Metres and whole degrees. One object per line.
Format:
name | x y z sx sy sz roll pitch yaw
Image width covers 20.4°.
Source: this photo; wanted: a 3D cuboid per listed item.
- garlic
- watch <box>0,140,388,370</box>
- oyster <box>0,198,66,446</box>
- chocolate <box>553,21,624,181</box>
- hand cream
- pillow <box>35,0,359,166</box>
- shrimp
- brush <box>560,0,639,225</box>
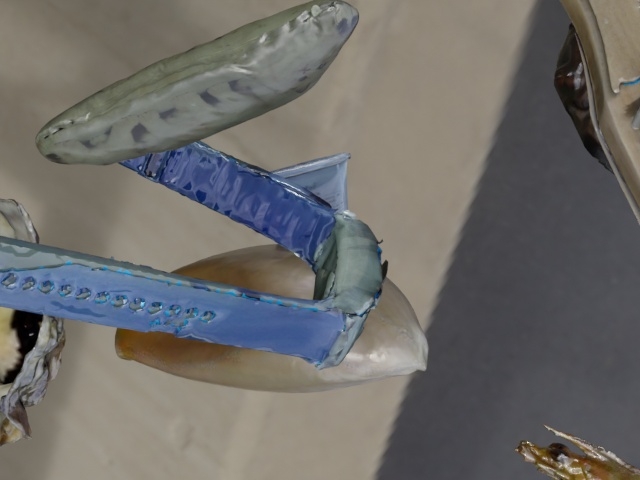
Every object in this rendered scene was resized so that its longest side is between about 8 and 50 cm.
garlic | -0.043 0.063 1.527 0.112 0.318 0.143 58 46 -30
watch | -0.092 0.012 1.319 0.068 0.274 0.276 -62 -179 31
oyster | -0.274 0.086 1.565 0.100 0.271 0.275 7 100 -16
chocolate | 0.326 -0.158 1.485 0.206 0.224 0.177 -3 148 -33
hand cream | 0.000 0.000 1.666 0.088 0.055 0.256 -12 149 1
pillow | -0.073 -0.099 1.194 0.241 0.051 0.093 -24 162 19
shrimp | 0.258 0.261 1.521 0.150 0.248 0.068 -43 175 2
brush | 0.149 -0.093 0.818 0.070 0.327 0.065 -18 157 -14
